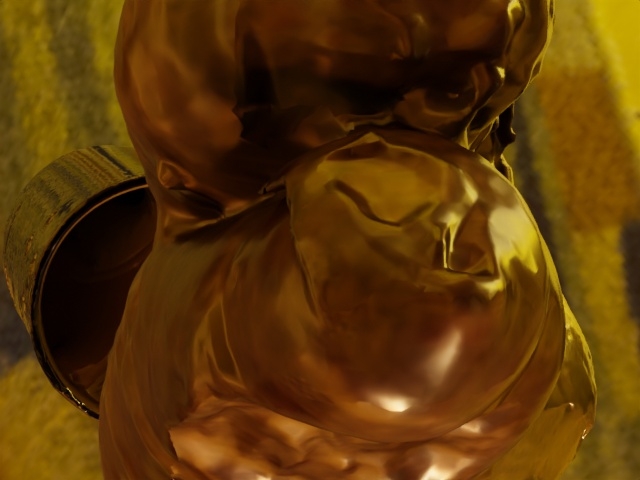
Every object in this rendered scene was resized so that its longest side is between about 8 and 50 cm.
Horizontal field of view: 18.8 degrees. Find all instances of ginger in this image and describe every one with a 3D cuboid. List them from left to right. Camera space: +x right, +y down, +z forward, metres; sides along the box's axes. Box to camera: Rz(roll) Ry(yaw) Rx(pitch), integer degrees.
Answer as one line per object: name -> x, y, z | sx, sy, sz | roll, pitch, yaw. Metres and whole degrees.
ginger -> 0.000, 0.000, 0.756 | 0.176, 0.418, 0.254 | -1, 67, -7

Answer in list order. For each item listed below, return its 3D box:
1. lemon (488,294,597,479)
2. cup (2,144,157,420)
lemon -> 0.050, 0.069, 1.018 | 0.180, 0.193, 0.181 | -6, 115, -14
cup -> -0.141, 0.064, 1.369 | 0.178, 0.256, 0.255 | 14, 94, -17
